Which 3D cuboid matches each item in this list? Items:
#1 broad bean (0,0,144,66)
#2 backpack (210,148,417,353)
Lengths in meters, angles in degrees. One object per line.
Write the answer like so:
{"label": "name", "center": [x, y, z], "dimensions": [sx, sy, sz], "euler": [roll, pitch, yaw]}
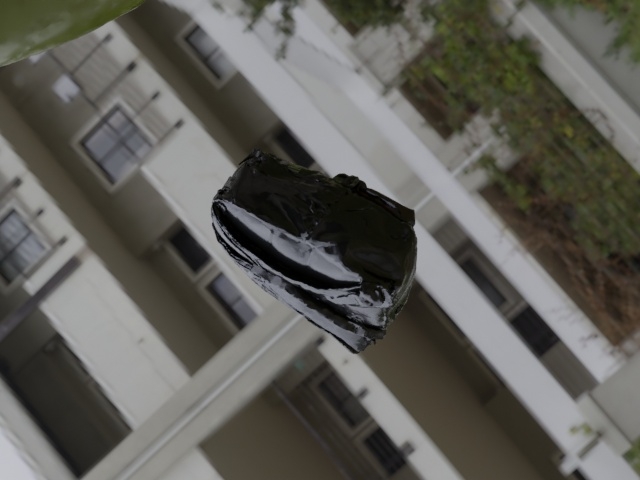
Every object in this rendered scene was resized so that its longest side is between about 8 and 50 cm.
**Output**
{"label": "broad bean", "center": [-0.115, -0.179, 0.446], "dimensions": [0.189, 0.263, 0.121], "euler": [48, -173, -20]}
{"label": "backpack", "center": [-0.001, -0.002, 0.877], "dimensions": [0.165, 0.106, 0.120], "euler": [36, 159, 11]}
